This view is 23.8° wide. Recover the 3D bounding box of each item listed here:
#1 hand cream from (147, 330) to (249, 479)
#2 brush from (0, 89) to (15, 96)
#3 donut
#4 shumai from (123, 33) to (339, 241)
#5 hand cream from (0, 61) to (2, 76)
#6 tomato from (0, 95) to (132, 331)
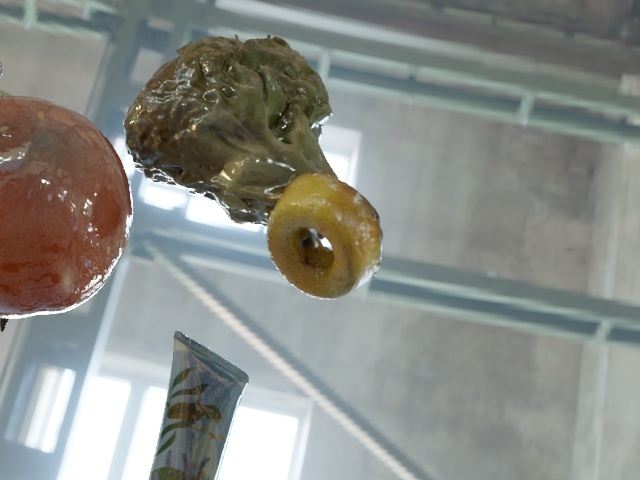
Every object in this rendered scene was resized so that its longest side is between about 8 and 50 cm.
[{"bbox_3d":[-0.122,0.185,1.422,0.091,0.271,0.058,31,-58,-13],"label":"hand cream"},{"bbox_3d":[-0.442,-0.193,1.816,0.178,0.033,0.030,30,-38,-26],"label":"brush"},{"bbox_3d":[0.000,0.000,1.728,0.152,0.058,0.152,20,-48,24],"label":"donut"},{"bbox_3d":[-0.083,-0.143,2.091,0.346,0.283,0.217,-9,-60,-39],"label":"shumai"},{"bbox_3d":[-0.478,-0.203,2.012,0.165,0.057,0.037,-23,-70,37],"label":"hand cream"},{"bbox_3d":[-0.334,-0.036,1.669,0.256,0.256,0.224,10,-43,3],"label":"tomato"}]
